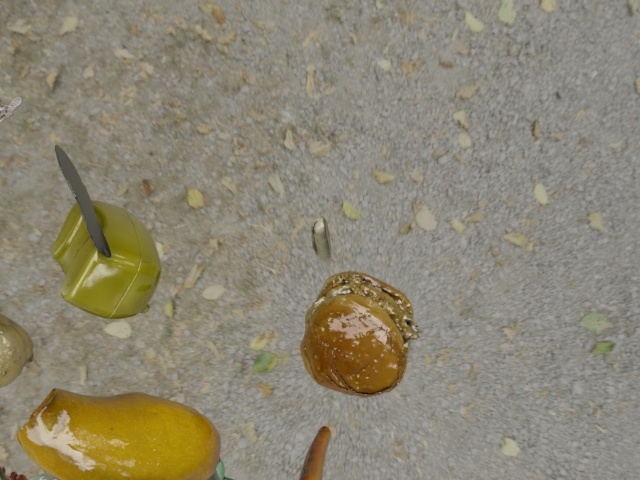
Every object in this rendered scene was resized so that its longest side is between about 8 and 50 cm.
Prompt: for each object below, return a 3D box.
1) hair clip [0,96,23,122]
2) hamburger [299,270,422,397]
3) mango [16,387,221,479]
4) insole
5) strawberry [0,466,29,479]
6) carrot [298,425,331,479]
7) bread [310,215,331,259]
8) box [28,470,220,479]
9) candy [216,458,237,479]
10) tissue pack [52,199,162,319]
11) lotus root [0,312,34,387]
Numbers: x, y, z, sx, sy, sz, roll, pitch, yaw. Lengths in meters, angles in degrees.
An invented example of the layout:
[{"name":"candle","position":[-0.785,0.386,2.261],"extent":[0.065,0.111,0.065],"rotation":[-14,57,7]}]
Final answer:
[{"name":"hair clip","position":[-0.812,-0.264,1.609],"extent":[0.034,0.072,0.226],"rotation":[44,103,34]},{"name":"hamburger","position":[0.086,0.188,1.385],"extent":[0.261,0.211,0.245],"rotation":[-10,110,20]},{"name":"mango","position":[-0.323,0.343,1.107],"extent":[0.144,0.360,0.186],"rotation":[-44,48,31]},{"name":"insole","position":[-0.312,-0.053,0.863],"extent":[0.004,0.064,0.188],"rotation":[-31,64,0]},{"name":"strawberry","position":[-0.247,0.251,0.508],"extent":[0.175,0.235,0.107],"rotation":[33,61,21]},{"name":"carrot","position":[-0.005,0.337,1.029],"extent":[0.037,0.190,0.037],"rotation":[3,107,8]},{"name":"bread","position":[0.001,0.000,1.851],"extent":[0.053,0.214,0.073],"rotation":[-7,63,2]},{"name":"box","position":[-0.334,0.569,1.231],"extent":[0.352,0.177,0.343],"rotation":[-10,51,-31]},{"name":"candy","position":[-0.169,0.658,1.740],"extent":[0.440,0.119,0.119],"rotation":[22,81,-10]},{"name":"tissue pack","position":[-0.298,0.027,0.943],"extent":[0.123,0.127,0.178],"rotation":[-57,39,14]},{"name":"lotus root","position":[-0.801,0.208,1.439],"extent":[0.343,0.151,0.169],"rotation":[27,101,-12]}]
